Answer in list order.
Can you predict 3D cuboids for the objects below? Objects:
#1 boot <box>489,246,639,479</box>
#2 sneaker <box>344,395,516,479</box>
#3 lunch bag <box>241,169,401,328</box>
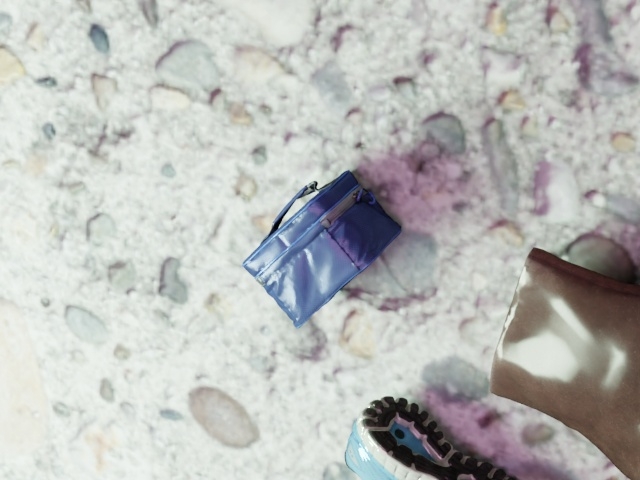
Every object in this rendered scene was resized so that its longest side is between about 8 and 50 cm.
[{"bbox_3d":[0.211,0.056,0.989,0.206,0.090,0.248,28,135,15],"label":"boot"},{"bbox_3d":[0.082,0.178,1.143,0.162,0.063,0.073,44,139,7],"label":"sneaker"},{"bbox_3d":[0.000,0.000,1.091,0.065,0.067,0.098,46,120,0],"label":"lunch bag"}]
